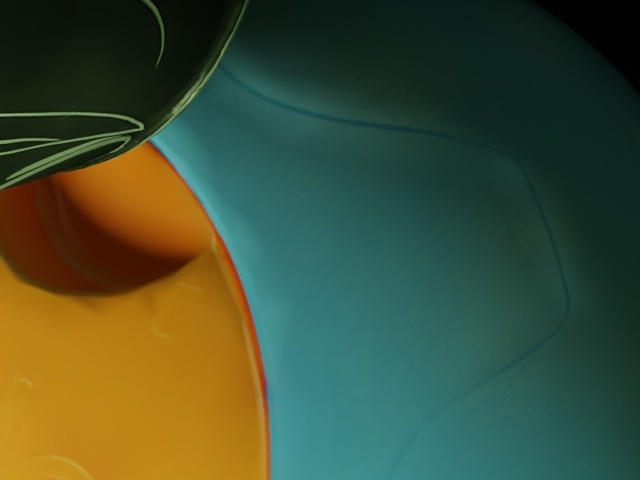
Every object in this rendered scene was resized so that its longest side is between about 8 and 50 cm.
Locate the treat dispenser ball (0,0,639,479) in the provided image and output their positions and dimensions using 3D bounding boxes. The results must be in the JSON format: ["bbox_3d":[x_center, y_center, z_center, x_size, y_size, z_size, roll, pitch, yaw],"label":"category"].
[{"bbox_3d":[-0.018,0.052,0.561,0.288,0.288,0.288,16,169,3],"label":"treat dispenser ball"}]

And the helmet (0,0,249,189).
[{"bbox_3d":[-0.109,-0.080,0.375,0.161,0.169,0.169,5,180,-43],"label":"helmet"}]
